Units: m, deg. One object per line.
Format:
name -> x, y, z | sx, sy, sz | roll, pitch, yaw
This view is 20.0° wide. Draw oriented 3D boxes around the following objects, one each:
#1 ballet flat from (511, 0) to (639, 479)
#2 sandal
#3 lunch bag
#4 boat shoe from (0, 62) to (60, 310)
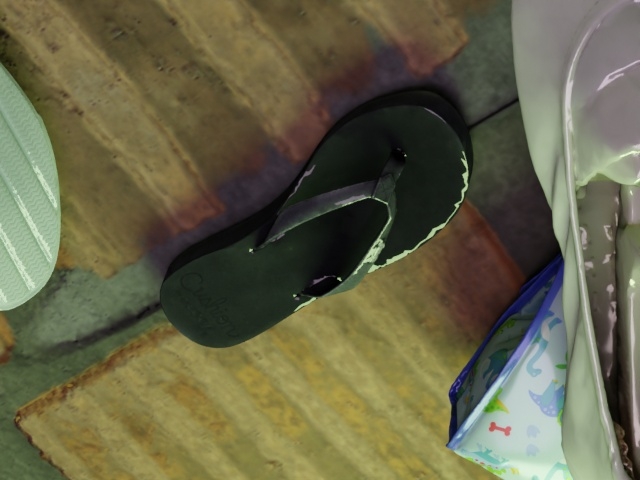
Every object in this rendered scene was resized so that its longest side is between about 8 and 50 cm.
ballet flat -> 0.193, -0.013, 1.033 | 0.139, 0.139, 0.400 | -3, 107, 11
sandal -> 0.000, 0.001, 1.169 | 0.097, 0.054, 0.254 | 42, 119, -17
lunch bag -> 0.172, 0.091, 1.173 | 0.129, 0.096, 0.151 | 28, 116, -9
boat shoe -> -0.254, -0.092, 1.140 | 0.094, 0.109, 0.302 | 17, 135, 45
